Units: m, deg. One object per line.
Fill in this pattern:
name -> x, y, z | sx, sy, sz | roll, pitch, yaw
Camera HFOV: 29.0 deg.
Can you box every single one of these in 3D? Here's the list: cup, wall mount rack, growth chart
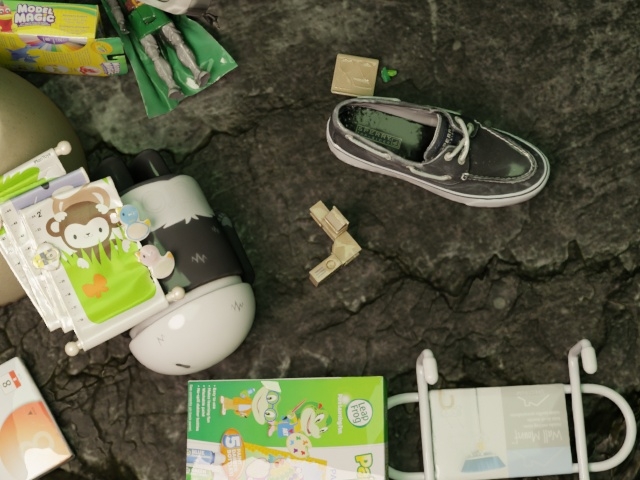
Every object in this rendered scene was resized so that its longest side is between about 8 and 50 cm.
cup -> -0.452, -0.091, 1.490 | 0.331, 0.237, 0.331 | 2, 76, -7
wall mount rack -> 0.235, 0.280, 1.506 | 0.350, 0.130, 0.304 | -3, 77, -4
growth chart -> -0.276, 0.007, 1.391 | 0.172, 0.021, 0.237 | -37, 96, -13

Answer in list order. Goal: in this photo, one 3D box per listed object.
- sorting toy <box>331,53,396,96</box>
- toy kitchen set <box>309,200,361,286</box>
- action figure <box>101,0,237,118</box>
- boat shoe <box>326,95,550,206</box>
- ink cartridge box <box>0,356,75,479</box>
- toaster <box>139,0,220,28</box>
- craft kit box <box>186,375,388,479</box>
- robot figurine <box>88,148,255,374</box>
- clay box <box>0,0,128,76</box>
sorting toy -> 0.060, -0.220, 1.674 | 0.083, 0.012, 0.062 | 9, 71, 2
toy kitchen set -> 0.000, 0.000, 1.589 | 0.075, 0.068, 0.083 | -38, 81, -11
action figure -> -0.229, -0.294, 1.652 | 0.137, 0.063, 0.232 | -31, 77, -7
boat shoe -> 0.157, -0.125, 1.611 | 0.301, 0.102, 0.108 | 17, 76, 1
ink cartridge box -> -0.414, 0.247, 1.517 | 0.179, 0.045, 0.145 | -29, 80, -12
toaster -> -0.196, -0.377, 1.556 | 0.186, 0.110, 0.168 | 22, 104, 4
craft kit box -> -0.040, 0.292, 1.500 | 0.247, 0.061, 0.249 | -2, 77, 6
robot figurine -> -0.195, 0.030, 1.519 | 0.209, 0.173, 0.278 | -28, 80, -6
clay box -> -0.363, -0.262, 1.598 | 0.222, 0.127, 0.053 | 2, 76, -4
